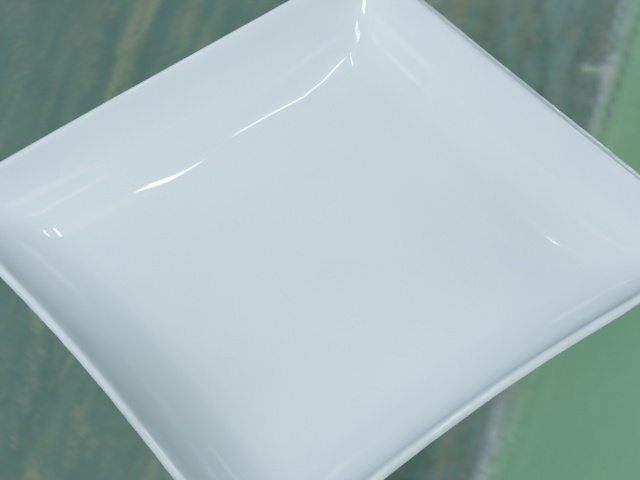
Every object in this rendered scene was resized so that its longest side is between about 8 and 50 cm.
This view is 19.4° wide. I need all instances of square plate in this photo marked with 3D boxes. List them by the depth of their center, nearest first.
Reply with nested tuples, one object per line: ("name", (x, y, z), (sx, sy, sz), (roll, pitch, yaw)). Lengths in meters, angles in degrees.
("square plate", (0.000, 0.000, 1.147), (0.347, 0.344, 0.049), (-32, 145, -20))
